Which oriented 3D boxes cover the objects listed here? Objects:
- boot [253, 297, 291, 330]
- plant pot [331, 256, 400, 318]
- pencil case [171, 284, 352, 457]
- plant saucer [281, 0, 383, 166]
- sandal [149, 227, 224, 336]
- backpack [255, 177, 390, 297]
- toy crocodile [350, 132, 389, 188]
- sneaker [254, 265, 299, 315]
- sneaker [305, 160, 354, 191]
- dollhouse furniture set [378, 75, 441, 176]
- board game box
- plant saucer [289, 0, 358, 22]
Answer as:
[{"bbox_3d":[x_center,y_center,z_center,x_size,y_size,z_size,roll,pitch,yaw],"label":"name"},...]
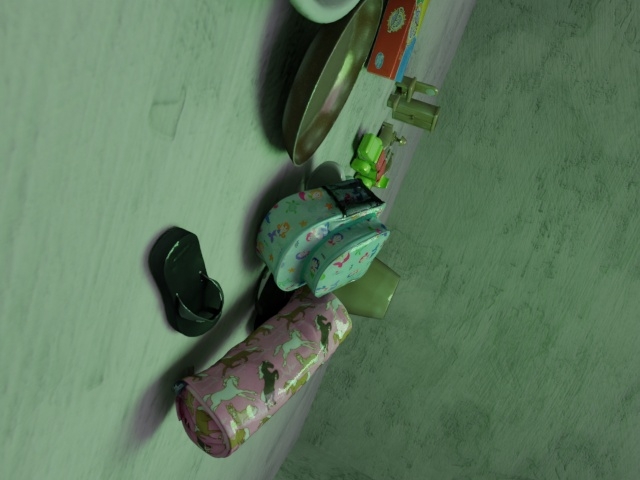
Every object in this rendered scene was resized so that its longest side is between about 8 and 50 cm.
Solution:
[{"bbox_3d":[-0.139,0.268,1.055,0.246,0.094,0.207,-45,148,-19],"label":"boot"},{"bbox_3d":[0.161,0.175,1.655,0.323,0.280,0.323,22,90,-77],"label":"plant pot"},{"bbox_3d":[-0.101,0.237,0.819,0.386,0.167,0.160,-32,170,-42],"label":"pencil case"},{"bbox_3d":[0.013,-0.278,0.710,0.311,0.050,0.310,-60,178,-3],"label":"plant saucer"},{"bbox_3d":[-0.189,0.084,0.616,0.097,0.054,0.255,-59,165,-29],"label":"sandal"},{"bbox_3d":[0.000,0.000,0.847,0.253,0.191,0.225,-13,146,-33],"label":"backpack"},{"bbox_3d":[0.172,-0.251,1.354,0.115,0.105,0.340,-64,166,-10],"label":"toy crocodile"},{"bbox_3d":[-0.049,0.077,1.000,0.283,0.124,0.107,-56,163,-37],"label":"sneaker"},{"bbox_3d":[0.034,-0.143,1.030,0.151,0.094,0.256,-58,169,-29],"label":"sneaker"},{"bbox_3d":[0.296,-0.359,1.509,0.356,0.173,0.303,-63,166,-14],"label":"dollhouse furniture set"},{"bbox_3d":[0.220,-0.579,1.045,0.242,0.064,0.317,-47,157,-64],"label":"board game box"},{"bbox_3d":[0.011,-0.449,0.409,0.401,0.100,0.401,-59,164,-28],"label":"plant saucer"}]
